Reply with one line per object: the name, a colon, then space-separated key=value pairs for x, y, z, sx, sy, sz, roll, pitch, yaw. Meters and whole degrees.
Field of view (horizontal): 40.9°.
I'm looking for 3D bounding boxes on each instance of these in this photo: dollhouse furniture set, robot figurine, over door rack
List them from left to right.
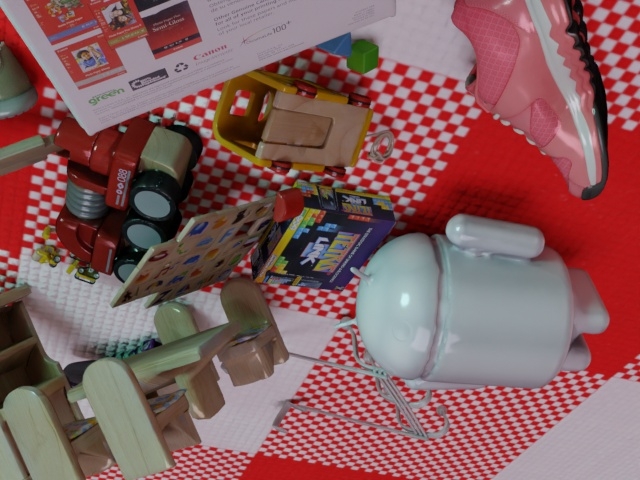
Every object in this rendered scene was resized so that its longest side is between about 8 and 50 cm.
dollhouse furniture set: x=-0.310 y=0.157 z=1.175 sx=0.394 sy=0.362 sz=0.256 roll=-21 pitch=95 yaw=24
over door rack: x=0.031 y=0.230 z=1.422 sx=0.324 sy=0.108 sz=0.239 roll=-3 pitch=141 yaw=26
robot figurine: x=0.201 y=0.096 z=1.167 sx=0.353 sy=0.200 sz=0.300 roll=6 pitch=122 yaw=-9

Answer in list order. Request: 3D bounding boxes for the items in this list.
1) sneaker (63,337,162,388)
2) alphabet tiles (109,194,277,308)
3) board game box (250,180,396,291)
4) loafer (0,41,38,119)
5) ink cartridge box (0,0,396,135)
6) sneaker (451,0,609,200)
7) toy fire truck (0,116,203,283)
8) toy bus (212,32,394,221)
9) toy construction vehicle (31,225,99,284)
sneaker: x=-0.310 y=0.196 z=1.410 sx=0.224 sy=0.083 sz=0.098 roll=2 pitch=117 yaw=-6
alphabet tiles: x=-0.154 y=0.020 z=1.098 sx=0.237 sy=0.009 sz=0.198 roll=-19 pitch=157 yaw=-52
board game box: x=0.000 y=0.000 z=1.160 sx=0.141 sy=0.048 sz=0.170 roll=8 pitch=140 yaw=-23
loafer: x=-0.447 y=-0.175 z=0.954 sx=0.251 sy=0.094 sz=0.087 roll=-8 pitch=115 yaw=-4
ink cartridge box: x=-0.104 y=-0.254 z=0.689 sx=0.309 sy=0.130 sz=0.272 roll=-22 pitch=157 yaw=-4
sneaker: x=0.236 y=-0.169 z=0.950 sx=0.136 sy=0.116 sz=0.314 roll=-8 pitch=133 yaw=26
toy fire truck: x=-0.296 y=-0.058 z=1.049 sx=0.246 sy=0.158 sz=0.217 roll=21 pitch=138 yaw=-6
toy bus: x=-0.025 y=-0.137 z=0.969 sx=0.104 sy=0.191 sz=0.202 roll=31 pitch=153 yaw=34
toy construction vehicle: x=-0.353 y=0.018 z=1.218 sx=0.098 sy=0.035 sz=0.086 roll=21 pitch=147 yaw=-20
